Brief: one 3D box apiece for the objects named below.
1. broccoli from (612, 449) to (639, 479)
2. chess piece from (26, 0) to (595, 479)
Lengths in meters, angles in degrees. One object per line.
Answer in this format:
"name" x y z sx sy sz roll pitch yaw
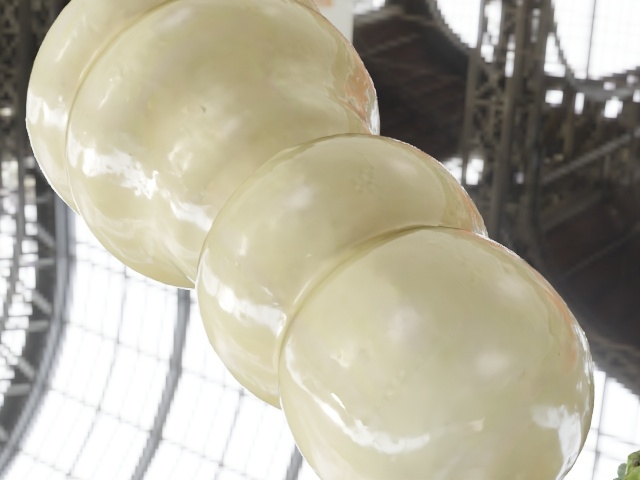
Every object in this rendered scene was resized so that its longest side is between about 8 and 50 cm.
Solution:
"broccoli" 0.390 0.258 1.077 0.317 0.338 0.277 -4 158 -30
"chess piece" 0.000 0.000 0.606 0.167 0.167 0.300 -10 -143 -29
